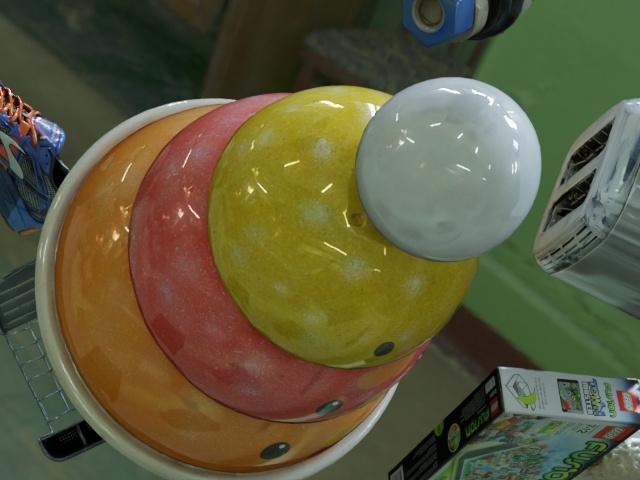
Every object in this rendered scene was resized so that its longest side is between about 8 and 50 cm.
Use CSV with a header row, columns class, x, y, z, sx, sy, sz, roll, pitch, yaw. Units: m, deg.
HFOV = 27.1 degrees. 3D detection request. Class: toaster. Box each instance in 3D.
class,x,y,z,sx,sy,sz,roll,pitch,yaw
toaster,0.249,-0.016,0.951,0.146,0.129,0.227,22,-12,-2

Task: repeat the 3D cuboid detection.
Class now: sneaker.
class,x,y,z,sx,sy,sz,roll,pitch,yaw
sneaker,-0.290,-0.105,1.270,0.087,0.221,0.083,-12,43,13

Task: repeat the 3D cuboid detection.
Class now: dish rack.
class,x,y,z,sx,sy,sz,roll,pitch,yaw
dish rack,-0.334,0.144,1.841,0.272,0.208,0.074,64,-5,1

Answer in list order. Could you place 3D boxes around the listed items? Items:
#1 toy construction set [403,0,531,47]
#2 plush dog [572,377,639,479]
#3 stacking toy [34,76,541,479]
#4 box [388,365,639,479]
class,x,y,z,sx,sy,sz,roll,pitch,yaw
toy construction set,0.148,-0.274,0.732,0.308,0.257,0.237,-25,90,-23
plush dog,0.336,0.241,1.531,0.211,0.262,0.225,62,22,-14
stacking toy,0.000,0.000,0.992,0.350,0.480,0.351,6,75,-22
box,0.141,0.157,0.996,0.114,0.207,0.036,7,58,-18
